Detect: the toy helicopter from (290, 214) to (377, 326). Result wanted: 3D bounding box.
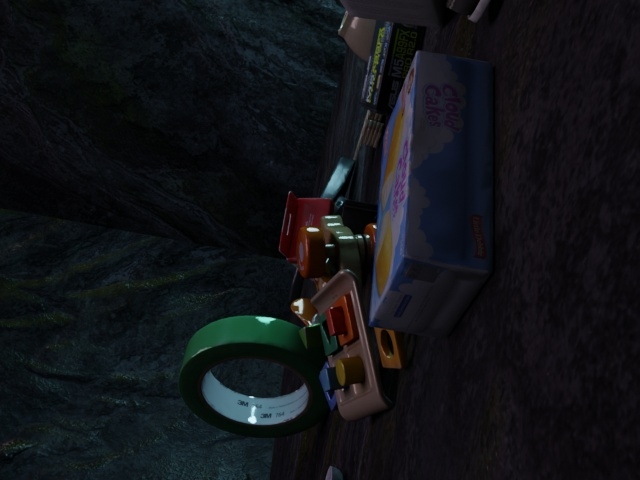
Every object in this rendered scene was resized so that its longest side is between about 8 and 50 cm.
[{"bbox_3d":[0.013,0.068,1.431,0.355,0.140,0.234,-140,48,-73],"label":"toy helicopter"}]

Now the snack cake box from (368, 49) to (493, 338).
[{"bbox_3d":[0.117,-0.050,0.877,0.152,0.089,0.264,106,173,-57],"label":"snack cake box"}]

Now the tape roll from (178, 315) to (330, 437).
[{"bbox_3d":[-0.133,0.292,1.744,0.077,0.321,0.321,-85,7,-48],"label":"tape roll"}]

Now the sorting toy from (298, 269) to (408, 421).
[{"bbox_3d":[0.029,0.156,1.177,0.347,0.047,0.195,130,126,-65],"label":"sorting toy"}]

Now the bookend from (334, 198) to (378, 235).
[{"bbox_3d":[0.059,0.017,1.563,0.157,0.072,0.156,125,154,-78],"label":"bookend"}]

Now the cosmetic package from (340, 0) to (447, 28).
[{"bbox_3d":[0.094,-0.418,1.076,0.365,0.155,0.196,4,-82,-77],"label":"cosmetic package"}]

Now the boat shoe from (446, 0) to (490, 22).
[{"bbox_3d":[0.177,-0.392,0.889,0.109,0.091,0.304,-89,11,-66],"label":"boat shoe"}]

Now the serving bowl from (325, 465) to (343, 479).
[{"bbox_3d":[0.023,0.416,1.368,0.083,0.027,0.083,-169,90,-86],"label":"serving bowl"}]

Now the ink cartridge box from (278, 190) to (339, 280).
[{"bbox_3d":[0.000,0.000,1.701,0.231,0.078,0.134,44,-129,-61],"label":"ink cartridge box"}]

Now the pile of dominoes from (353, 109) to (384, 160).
[{"bbox_3d":[0.133,-0.310,1.783,0.196,0.040,0.251,108,179,-61],"label":"pile of dominoes"}]

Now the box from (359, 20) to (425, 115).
[{"bbox_3d":[0.136,-0.365,1.504,0.216,0.060,0.270,-110,30,-76],"label":"box"}]

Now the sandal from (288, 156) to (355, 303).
[{"bbox_3d":[0.031,-0.030,1.988,0.167,0.107,0.445,104,-173,-51],"label":"sandal"}]

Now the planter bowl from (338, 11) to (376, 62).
[{"bbox_3d":[0.102,-0.447,1.698,0.162,0.109,0.162,-159,90,-83],"label":"planter bowl"}]
